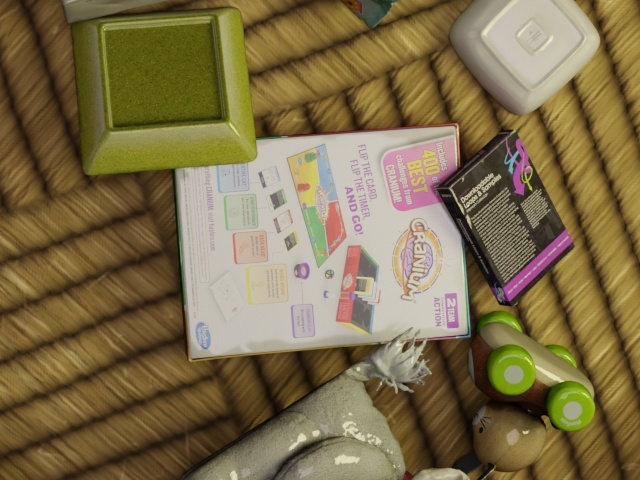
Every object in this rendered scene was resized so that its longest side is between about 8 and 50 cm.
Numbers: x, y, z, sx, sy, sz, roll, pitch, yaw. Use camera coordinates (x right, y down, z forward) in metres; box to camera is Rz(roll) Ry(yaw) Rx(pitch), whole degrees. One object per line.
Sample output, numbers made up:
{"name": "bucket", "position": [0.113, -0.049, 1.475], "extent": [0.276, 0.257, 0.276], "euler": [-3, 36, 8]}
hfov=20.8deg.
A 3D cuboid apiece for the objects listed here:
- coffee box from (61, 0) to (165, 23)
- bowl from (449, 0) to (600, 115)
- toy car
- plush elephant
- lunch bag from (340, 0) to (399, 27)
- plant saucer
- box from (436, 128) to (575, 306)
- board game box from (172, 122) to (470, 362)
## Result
{"name": "coffee box", "position": [-0.232, -0.370, 1.840], "extent": [0.141, 0.098, 0.247], "euler": [-13, 86, -6]}
{"name": "bowl", "position": [0.231, -0.226, 1.948], "extent": [0.142, 0.053, 0.142], "euler": [-43, 97, -1]}
{"name": "toy car", "position": [0.198, 0.198, 1.932], "extent": [0.149, 0.155, 0.188], "euler": [32, 102, -8]}
{"name": "plush elephant", "position": [0.033, 0.284, 1.845], "extent": [0.330, 0.272, 0.255], "euler": [-32, 87, -13]}
{"name": "lunch bag", "position": [0.070, -0.400, 1.866], "extent": [0.223, 0.160, 0.262], "euler": [41, 77, -4]}
{"name": "plant saucer", "position": [-0.168, -0.171, 1.870], "extent": [0.188, 0.045, 0.188], "euler": [-5, 70, -7]}
{"name": "box", "position": [0.206, -0.025, 1.931], "extent": [0.116, 0.029, 0.162], "euler": [-40, 114, -27]}
{"name": "board game box", "position": [0.000, 0.000, 1.928], "extent": [0.316, 0.064, 0.242], "euler": [-4, 94, -7]}
